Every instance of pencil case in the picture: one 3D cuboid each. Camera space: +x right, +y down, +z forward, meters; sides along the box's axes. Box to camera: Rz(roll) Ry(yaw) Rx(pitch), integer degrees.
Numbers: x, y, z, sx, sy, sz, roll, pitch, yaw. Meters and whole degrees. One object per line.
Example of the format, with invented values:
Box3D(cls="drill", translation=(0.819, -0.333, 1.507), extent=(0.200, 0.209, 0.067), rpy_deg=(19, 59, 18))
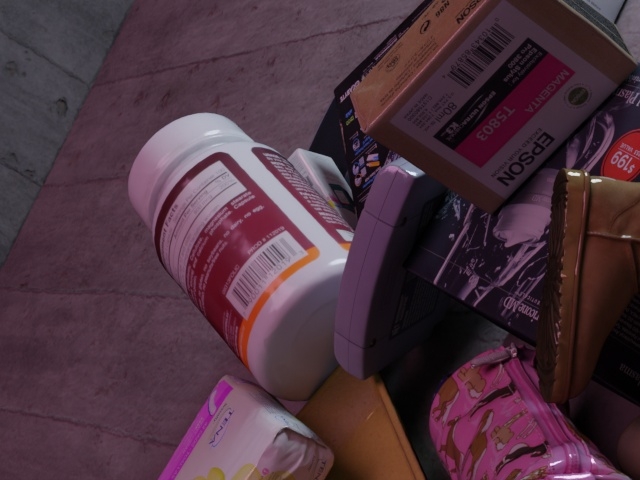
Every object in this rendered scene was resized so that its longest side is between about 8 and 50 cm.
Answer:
Box3D(cls="pencil case", translation=(0.207, 0.229, 1.620), extent=(0.160, 0.167, 0.386), rpy_deg=(-39, 14, 6))

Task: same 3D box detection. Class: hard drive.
Box3D(cls="hard drive", translation=(0.043, -0.138, 2.483), extent=(0.172, 0.054, 0.255), rpy_deg=(-6, 57, 58))

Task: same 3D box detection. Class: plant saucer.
Box3D(cls="plant saucer", translation=(0.015, 0.341, 2.011), extent=(0.333, 0.081, 0.333), rpy_deg=(-51, 27, 16))

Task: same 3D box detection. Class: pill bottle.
Box3D(cls="pill bottle", translation=(-0.085, 0.011, 2.202), extent=(0.224, 0.224, 0.392), rpy_deg=(-53, 49, 12))

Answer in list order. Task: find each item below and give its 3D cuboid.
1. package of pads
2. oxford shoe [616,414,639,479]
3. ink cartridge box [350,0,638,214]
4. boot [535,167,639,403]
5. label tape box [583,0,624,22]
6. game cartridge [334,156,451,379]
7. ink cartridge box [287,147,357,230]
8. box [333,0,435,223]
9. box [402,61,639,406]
Box3D(cls="package of pads", translation=(-0.123, 0.332, 2.053), extent=(0.296, 0.101, 0.229), rpy_deg=(-59, 26, 0))
Box3D(cls="oxford shoe", translation=(0.401, 0.133, 1.496), extent=(0.397, 0.146, 0.140), rpy_deg=(-31, 39, 43))
Box3D(cls="ink cartridge box", translation=(0.180, -0.168, 1.736), extent=(0.235, 0.193, 0.088), rpy_deg=(-47, 30, 21))
Box3D(cls="boot", translation=(0.348, 0.051, 1.568), extent=(0.089, 0.269, 0.236), rpy_deg=(146, 131, -85))
Box3D(cls="label tape box", translation=(0.309, -0.369, 2.214), extent=(0.249, 0.115, 0.348), rpy_deg=(9, 68, 60))
Box3D(cls="game cartridge", translation=(0.104, 0.016, 1.975), extent=(0.062, 0.198, 0.297), rpy_deg=(34, 128, 30))
Box3D(cls="ink cartridge box", translation=(0.000, 0.000, 2.337), extent=(0.134, 0.078, 0.231), rpy_deg=(-46, 54, 23))
Box3D(cls="box", translation=(0.138, -0.140, 2.168), extent=(0.295, 0.073, 0.293), rpy_deg=(-41, 52, 48))
Box3D(cls="box", translation=(0.300, -0.024, 1.798), extent=(0.312, 0.179, 0.343), rpy_deg=(-60, 26, 0))
